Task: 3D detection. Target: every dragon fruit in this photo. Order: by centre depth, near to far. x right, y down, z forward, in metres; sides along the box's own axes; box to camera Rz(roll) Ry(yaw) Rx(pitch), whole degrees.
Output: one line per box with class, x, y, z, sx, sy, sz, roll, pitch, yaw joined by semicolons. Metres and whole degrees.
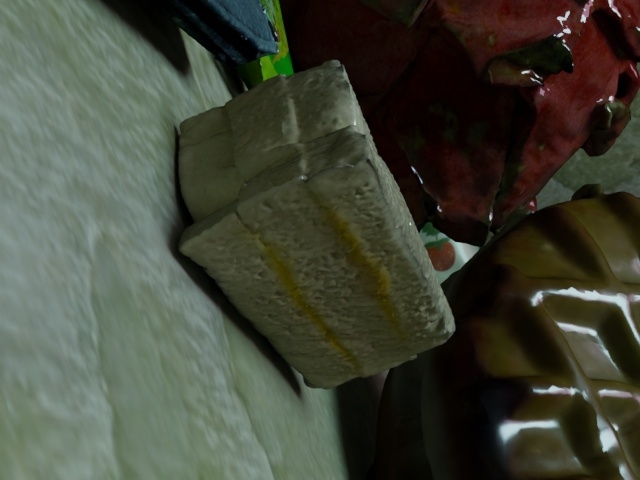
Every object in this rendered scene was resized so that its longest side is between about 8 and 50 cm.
dragon fruit;0.080;-0.142;1.105;0.244;0.244;0.299;50;44;-68

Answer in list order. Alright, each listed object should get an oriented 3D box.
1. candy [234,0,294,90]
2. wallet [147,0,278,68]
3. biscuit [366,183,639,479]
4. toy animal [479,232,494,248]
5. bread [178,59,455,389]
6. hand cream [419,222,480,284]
candy;-0.045;-0.145;0.944;0.102;0.032;0.178;61;12;-50
wallet;-0.095;-0.182;0.652;0.379;0.046;0.190;37;35;-77
biscuit;0.156;0.134;0.903;0.268;0.115;0.366;5;53;-34
toy animal;0.123;-0.159;1.540;0.181;0.180;0.363;129;-59;-74
bread;0.005;0.016;0.734;0.105;0.077;0.152;-104;168;-59
hand cream;0.056;-0.055;1.338;0.095;0.059;0.276;-13;79;-84
